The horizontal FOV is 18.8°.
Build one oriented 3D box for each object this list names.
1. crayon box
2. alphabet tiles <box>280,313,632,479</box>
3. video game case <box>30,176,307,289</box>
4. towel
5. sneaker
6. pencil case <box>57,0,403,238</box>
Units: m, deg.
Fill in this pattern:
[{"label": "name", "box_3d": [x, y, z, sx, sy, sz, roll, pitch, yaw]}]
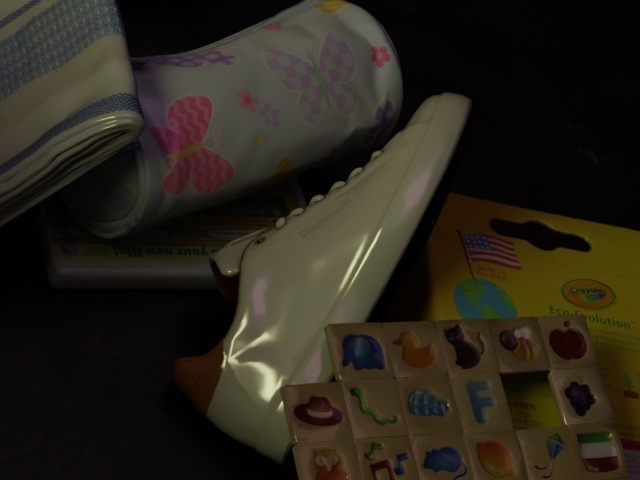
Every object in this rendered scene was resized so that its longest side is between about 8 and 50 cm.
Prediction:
[{"label": "crayon box", "box_3d": [0.160, 0.119, 1.363, 0.202, 0.081, 0.319, 12, 49, -19]}, {"label": "alphabet tiles", "box_3d": [0.094, 0.142, 1.229, 0.237, 0.009, 0.198, -1, 64, -26]}, {"label": "video game case", "box_3d": [-0.114, -0.046, 1.398, 0.212, 0.023, 0.193, 1, 52, -29]}, {"label": "towel", "box_3d": [-0.230, -0.128, 1.296, 0.034, 0.209, 0.285, 42, 24, -50]}, {"label": "sneaker", "box_3d": [0.000, 0.000, 1.308, 0.123, 0.106, 0.290, 29, 69, 10]}, {"label": "pencil case", "box_3d": [-0.067, -0.091, 1.363, 0.273, 0.113, 0.124, -20, 80, -41]}]
